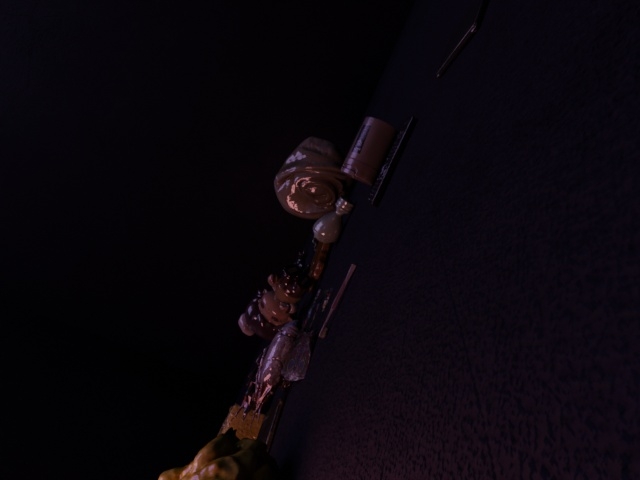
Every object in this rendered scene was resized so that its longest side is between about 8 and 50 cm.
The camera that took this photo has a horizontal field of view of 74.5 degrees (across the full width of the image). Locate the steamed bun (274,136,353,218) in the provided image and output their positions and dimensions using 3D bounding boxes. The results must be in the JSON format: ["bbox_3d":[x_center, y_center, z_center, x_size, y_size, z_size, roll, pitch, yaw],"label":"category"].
[{"bbox_3d":[-0.011,-0.253,1.889,0.367,0.343,0.255,-58,33,24],"label":"steamed bun"}]

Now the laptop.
[{"bbox_3d":[0.310,-0.453,0.916,0.180,0.016,0.129,134,159,-75],"label":"laptop"}]

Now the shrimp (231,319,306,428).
[{"bbox_3d":[-0.141,0.388,1.248,0.343,0.116,0.145,-59,2,-25],"label":"shrimp"}]

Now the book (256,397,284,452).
[{"bbox_3d":[-0.161,0.569,1.163,0.160,0.024,0.228,121,172,-46],"label":"book"}]

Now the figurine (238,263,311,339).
[{"bbox_3d":[-0.163,0.256,1.621,0.206,0.218,0.365,-59,1,-36],"label":"figurine"}]

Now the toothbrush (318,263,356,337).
[{"bbox_3d":[0.040,0.145,1.011,0.014,0.017,0.194,-160,94,-86],"label":"toothbrush"}]

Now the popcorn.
[{"bbox_3d":[-0.193,0.497,0.789,0.252,0.215,0.286,-22,-31,-35],"label":"popcorn"}]

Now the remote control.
[{"bbox_3d":[0.181,-0.200,1.073,0.063,0.025,0.245,-104,38,-81],"label":"remote control"}]

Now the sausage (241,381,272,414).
[{"bbox_3d":[-0.255,0.646,1.432,0.093,0.093,0.312,121,171,-59],"label":"sausage"}]

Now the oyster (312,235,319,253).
[{"bbox_3d":[0.000,0.000,1.953,0.125,0.064,0.177,87,-168,-66],"label":"oyster"}]

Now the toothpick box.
[{"bbox_3d":[0.146,-0.268,1.276,0.111,0.111,0.180,-110,45,-83],"label":"toothpick box"}]

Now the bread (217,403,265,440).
[{"bbox_3d":[-0.251,0.616,1.286,0.102,0.138,0.196,113,176,-46],"label":"bread"}]

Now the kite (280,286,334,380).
[{"bbox_3d":[-0.034,0.249,1.169,0.152,0.015,0.285,-23,38,58],"label":"kite"}]

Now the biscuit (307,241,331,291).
[{"bbox_3d":[0.001,0.069,1.682,0.186,0.044,0.295,123,169,-47],"label":"biscuit"}]

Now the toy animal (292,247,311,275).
[{"bbox_3d":[-0.103,0.155,1.969,0.146,0.115,0.245,130,163,-72],"label":"toy animal"}]

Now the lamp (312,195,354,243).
[{"bbox_3d":[0.049,-0.073,1.536,0.193,0.106,0.106,-55,8,17],"label":"lamp"}]
